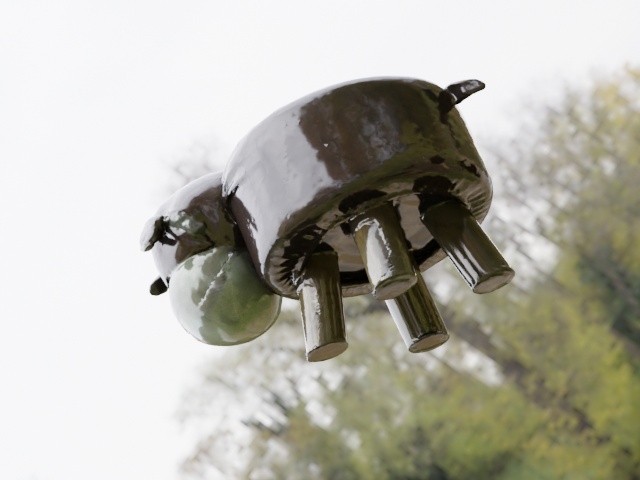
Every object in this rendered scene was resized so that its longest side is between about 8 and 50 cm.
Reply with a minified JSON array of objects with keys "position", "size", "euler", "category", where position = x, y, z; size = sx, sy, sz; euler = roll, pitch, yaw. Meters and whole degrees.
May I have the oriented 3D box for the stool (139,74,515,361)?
[{"position":[0.000,0.000,0.851],"size":[0.217,0.121,0.125],"euler":[-27,-24,21],"category":"stool"}]
